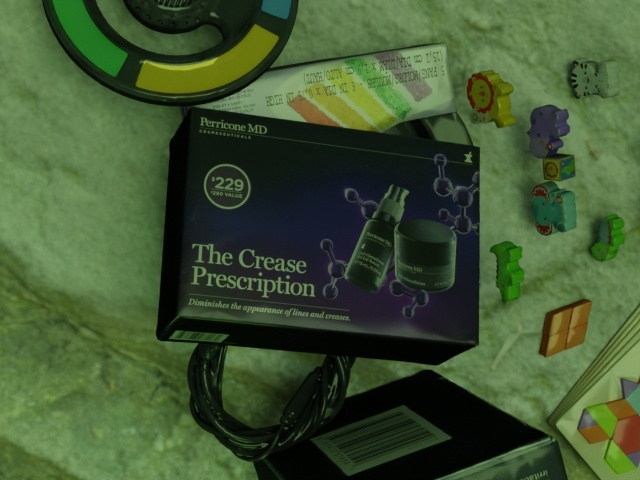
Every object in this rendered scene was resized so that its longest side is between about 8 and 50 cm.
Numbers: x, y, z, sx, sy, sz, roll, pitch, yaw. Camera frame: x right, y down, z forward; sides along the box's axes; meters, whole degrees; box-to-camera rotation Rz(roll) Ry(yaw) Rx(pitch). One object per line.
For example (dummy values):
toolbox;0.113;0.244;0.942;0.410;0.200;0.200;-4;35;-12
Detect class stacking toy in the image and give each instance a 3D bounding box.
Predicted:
stacking toy;0.222;-0.066;1.310;0.167;0.052;0.221;-16;106;-36

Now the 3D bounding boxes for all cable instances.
cable;-0.042;0.111;1.219;0.151;0.047;0.184;11;90;-21

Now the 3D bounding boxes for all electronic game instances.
electronic game;-0.132;-0.228;1.189;0.229;0.048;0.229;3;76;-10

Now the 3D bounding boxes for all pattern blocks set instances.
pattern blocks set;0.335;0.174;1.401;0.285;0.026;0.324;33;86;-16

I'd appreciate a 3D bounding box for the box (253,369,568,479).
box;0.112;0.356;1.219;0.212;0.293;0.395;-18;100;-13

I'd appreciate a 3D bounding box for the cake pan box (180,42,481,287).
cake pan box;0.016;-0.049;1.269;0.267;0.070;0.245;-10;100;-14

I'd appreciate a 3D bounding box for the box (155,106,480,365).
box;0.000;0.000;1.158;0.261;0.103;0.184;6;72;-16
